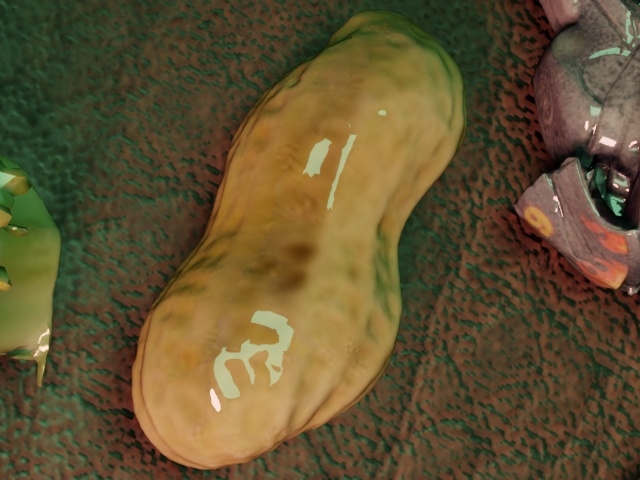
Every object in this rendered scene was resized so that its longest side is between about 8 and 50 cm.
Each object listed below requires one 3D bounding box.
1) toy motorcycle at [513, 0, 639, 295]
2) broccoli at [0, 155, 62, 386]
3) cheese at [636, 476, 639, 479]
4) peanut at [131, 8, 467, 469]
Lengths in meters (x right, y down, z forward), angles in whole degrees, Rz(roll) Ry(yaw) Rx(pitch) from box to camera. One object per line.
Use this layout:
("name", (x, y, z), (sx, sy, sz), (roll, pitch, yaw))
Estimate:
("toy motorcycle", (0.184, -0.083, 1.083), (0.173, 0.108, 0.307), (-7, 76, -9))
("broccoli", (-0.252, -0.004, 0.835), (0.338, 0.277, 0.317), (41, 33, 0))
("cheese", (0.278, 0.144, 1.068), (0.263, 0.093, 0.159), (-40, 93, -23))
("peanut", (0.000, 0.000, 1.001), (0.125, 0.111, 0.274), (31, 70, -13))
